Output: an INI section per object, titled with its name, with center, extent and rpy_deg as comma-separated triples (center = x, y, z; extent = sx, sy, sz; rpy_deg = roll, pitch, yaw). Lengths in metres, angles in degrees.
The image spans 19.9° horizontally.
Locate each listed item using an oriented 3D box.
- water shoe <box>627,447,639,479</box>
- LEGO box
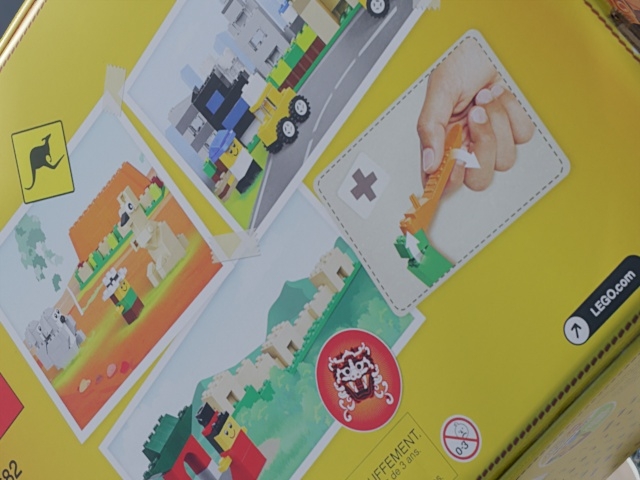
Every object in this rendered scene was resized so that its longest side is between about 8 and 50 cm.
[water shoe]
center = 0.286, 0.180, 1.433
extent = 0.080, 0.073, 0.203
rpy_deg = 45, -154, -26
[LEGO box]
center = 0.000, 0.000, 0.980
extent = 0.193, 0.500, 0.372
rpy_deg = -10, -124, -53
